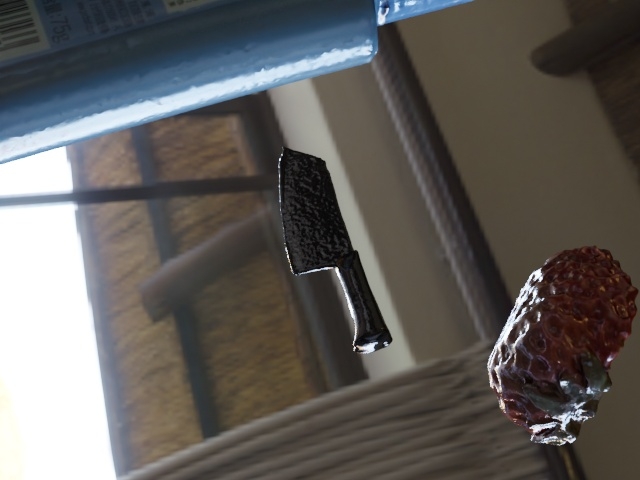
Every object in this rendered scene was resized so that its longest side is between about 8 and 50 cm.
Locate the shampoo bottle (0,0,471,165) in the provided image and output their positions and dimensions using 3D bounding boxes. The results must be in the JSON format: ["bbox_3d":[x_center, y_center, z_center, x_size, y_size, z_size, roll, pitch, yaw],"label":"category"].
[{"bbox_3d":[-0.046,-0.104,0.536,0.104,0.258,0.061,-119,-163,-45],"label":"shampoo bottle"}]

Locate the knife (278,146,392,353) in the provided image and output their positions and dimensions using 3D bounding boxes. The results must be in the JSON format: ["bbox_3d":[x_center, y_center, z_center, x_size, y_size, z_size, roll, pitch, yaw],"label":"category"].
[{"bbox_3d":[0.000,0.000,0.958,0.028,0.060,0.230,82,-8,-50],"label":"knife"}]

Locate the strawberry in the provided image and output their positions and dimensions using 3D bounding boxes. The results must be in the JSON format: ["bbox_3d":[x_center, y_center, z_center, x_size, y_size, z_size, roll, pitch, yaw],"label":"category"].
[{"bbox_3d":[0.337,0.127,1.704,0.336,0.149,0.265,-70,-179,-50],"label":"strawberry"}]
